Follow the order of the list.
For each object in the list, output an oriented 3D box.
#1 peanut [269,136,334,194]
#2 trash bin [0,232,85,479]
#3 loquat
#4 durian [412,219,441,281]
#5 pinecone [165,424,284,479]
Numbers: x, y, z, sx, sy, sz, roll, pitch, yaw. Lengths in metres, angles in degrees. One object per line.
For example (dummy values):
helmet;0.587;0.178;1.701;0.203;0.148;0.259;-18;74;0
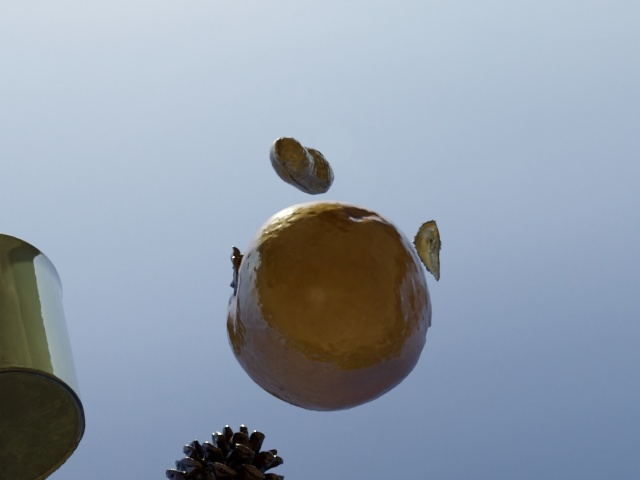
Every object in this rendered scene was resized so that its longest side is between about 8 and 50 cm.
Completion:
peanut;-0.034;-0.131;1.363;0.080;0.174;0.080;-8;-109;26
trash bin;-0.547;0.178;1.293;0.280;0.280;0.432;-11;-147;-22
loquat;0.004;0.061;0.765;0.208;0.208;0.208;6;-135;-6
durian;0.219;0.015;1.532;0.052;0.130;0.066;-23;-152;-36
pinecone;-0.153;0.400;1.302;0.208;0.207;0.207;6;-135;-6
